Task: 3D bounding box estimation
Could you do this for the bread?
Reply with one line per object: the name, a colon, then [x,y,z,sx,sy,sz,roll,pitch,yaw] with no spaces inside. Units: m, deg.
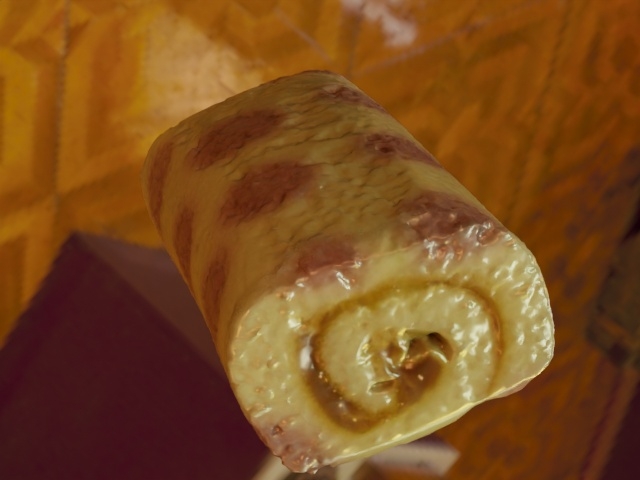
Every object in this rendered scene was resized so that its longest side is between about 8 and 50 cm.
bread: [0.000,0.000,1.079,0.187,0.338,0.155,-25,114,-5]
